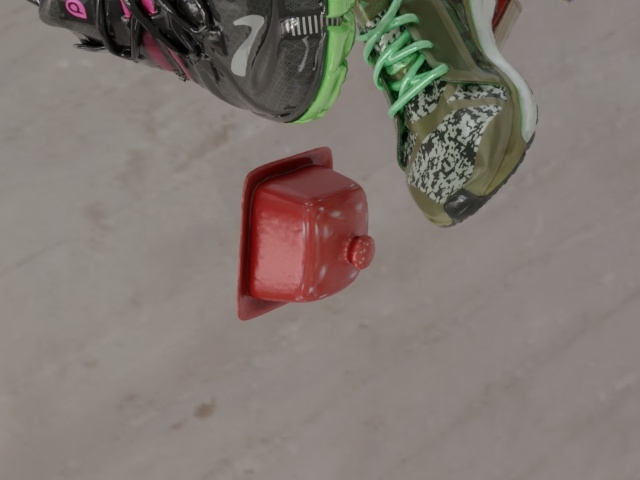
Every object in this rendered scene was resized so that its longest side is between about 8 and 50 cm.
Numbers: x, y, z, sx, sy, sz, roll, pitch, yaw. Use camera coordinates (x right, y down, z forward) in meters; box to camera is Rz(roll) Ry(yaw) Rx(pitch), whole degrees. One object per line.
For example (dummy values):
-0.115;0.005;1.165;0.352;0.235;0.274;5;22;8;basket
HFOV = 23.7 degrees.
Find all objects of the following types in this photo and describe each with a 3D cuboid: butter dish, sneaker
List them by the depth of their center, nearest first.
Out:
-0.135;-0.208;1.348;0.202;0.483;0.185;-4;104;-35;sneaker
0.081;-0.186;1.481;0.182;0.158;0.410;25;39;-32;sneaker
0.000;0.000;1.518;0.160;0.118;0.160;-21;120;-53;butter dish

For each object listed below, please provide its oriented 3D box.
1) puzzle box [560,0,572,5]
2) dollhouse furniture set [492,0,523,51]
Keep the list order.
0.174;-0.346;1.149;0.272;0.052;0.409;-48;148;19;puzzle box
0.196;-0.311;1.699;0.129;0.129;0.183;52;52;-36;dollhouse furniture set
